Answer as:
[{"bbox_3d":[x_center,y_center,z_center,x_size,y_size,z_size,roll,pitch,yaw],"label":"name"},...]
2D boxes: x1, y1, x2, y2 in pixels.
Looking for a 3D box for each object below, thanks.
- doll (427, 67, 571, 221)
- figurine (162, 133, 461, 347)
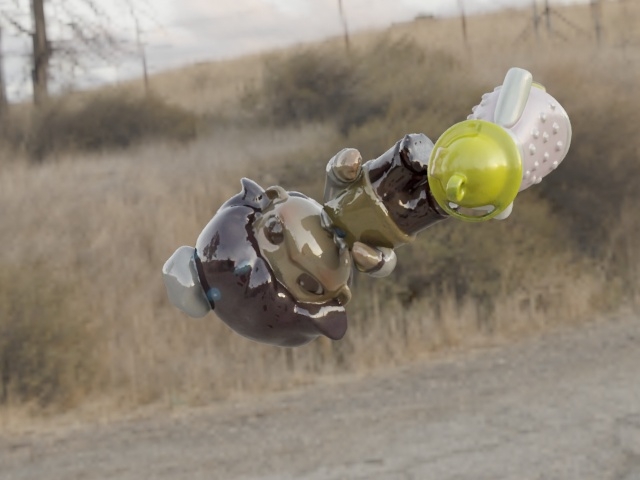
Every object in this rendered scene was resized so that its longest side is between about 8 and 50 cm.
[{"bbox_3d":[0.141,-0.070,0.992,0.081,0.129,0.207,16,27,21],"label":"doll"},{"bbox_3d":[-0.001,0.011,1.593,0.365,0.218,0.206,-24,28,42],"label":"figurine"}]
